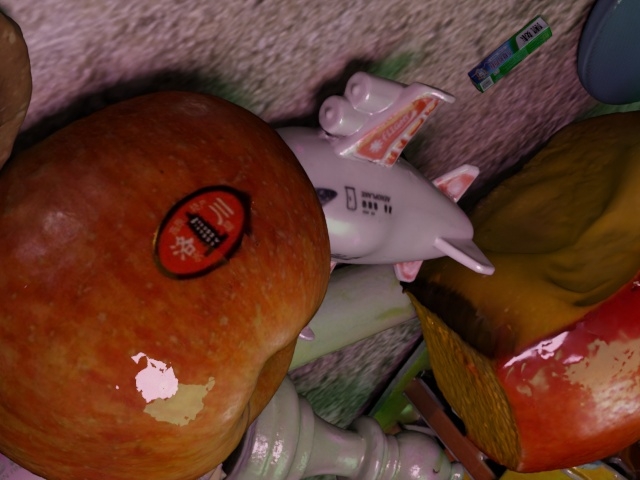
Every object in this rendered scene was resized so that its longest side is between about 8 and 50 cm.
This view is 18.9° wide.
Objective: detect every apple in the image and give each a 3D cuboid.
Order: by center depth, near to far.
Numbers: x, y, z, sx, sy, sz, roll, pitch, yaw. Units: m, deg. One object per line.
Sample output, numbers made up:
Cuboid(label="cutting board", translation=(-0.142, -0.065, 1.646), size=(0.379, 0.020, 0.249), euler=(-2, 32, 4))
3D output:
Cuboid(label="apple", translation=(-0.123, 0.047, 1.399), size=(0.309, 0.250, 0.277), euler=(-37, 153, -12))

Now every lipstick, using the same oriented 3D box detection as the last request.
Cuboid(label="lipstick", translation=(0.003, 0.069, 1.798), size=(0.304, 0.076, 0.076), euler=(-21, 148, -35))

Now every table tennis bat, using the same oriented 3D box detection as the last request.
Cuboid(label="table tennis bat", translation=(0.345, -0.201, 1.865), size=(0.215, 0.044, 0.329), euler=(-41, 152, 0))

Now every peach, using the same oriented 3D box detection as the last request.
Cuboid(label="peach", translation=(0.249, 0.064, 1.770), size=(0.380, 0.306, 0.242), euler=(-39, 115, -35))

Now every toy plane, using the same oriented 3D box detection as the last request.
Cuboid(label="toy plane", translation=(0.031, -0.027, 1.604), size=(0.252, 0.118, 0.252), euler=(-15, 130, -19))

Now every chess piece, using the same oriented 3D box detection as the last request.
Cuboid(label="chess piece", translation=(0.023, 0.204, 1.859), size=(0.272, 0.139, 0.139), euler=(13, 127, -28))

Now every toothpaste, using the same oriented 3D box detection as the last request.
Cuboid(label="toothpaste", translation=(0.169, -0.165, 1.712), size=(0.083, 0.017, 0.020), euler=(-40, 151, -1))

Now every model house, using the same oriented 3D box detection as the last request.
Cuboid(label="model house", translation=(0.188, 0.252, 2.046), size=(0.340, 0.323, 0.300), euler=(-6, 137, -49))

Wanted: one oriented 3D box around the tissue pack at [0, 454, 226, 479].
Cuboid(label="tissue pack", translation=(-0.223, 0.224, 1.690), size=(0.257, 0.123, 0.215), euler=(-39, 152, -4))

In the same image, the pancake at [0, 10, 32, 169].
Cuboid(label="pancake", translation=(-0.284, -0.065, 1.234), size=(0.242, 0.050, 0.242), euler=(-30, 151, -19))

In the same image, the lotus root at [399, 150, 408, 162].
Cuboid(label="lotus root", translation=(0.050, -0.038, 1.720), size=(0.099, 0.049, 0.054), euler=(-54, 149, 15))
